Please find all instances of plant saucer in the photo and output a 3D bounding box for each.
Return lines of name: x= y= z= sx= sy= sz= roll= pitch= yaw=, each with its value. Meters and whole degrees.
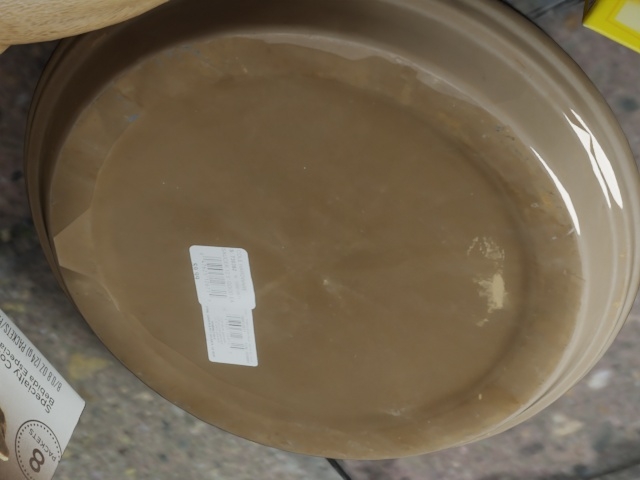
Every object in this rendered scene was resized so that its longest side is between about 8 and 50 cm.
plant saucer: x=0.000 y=0.000 z=0.763 sx=0.278 sy=0.041 sz=0.278 roll=8 pitch=131 yaw=9

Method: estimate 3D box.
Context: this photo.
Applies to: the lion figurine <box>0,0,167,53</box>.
lion figurine: x=-0.065 y=-0.124 z=0.600 sx=0.392 sy=0.240 sz=0.142 roll=-5 pitch=96 yaw=4

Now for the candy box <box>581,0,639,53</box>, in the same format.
candy box: x=0.211 y=-0.077 z=0.651 sx=0.206 sy=0.027 sz=0.105 roll=25 pitch=133 yaw=-6

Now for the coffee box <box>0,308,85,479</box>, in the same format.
coffee box: x=-0.258 y=0.046 z=0.785 sx=0.119 sy=0.168 sz=0.297 roll=-22 pitch=119 yaw=29
